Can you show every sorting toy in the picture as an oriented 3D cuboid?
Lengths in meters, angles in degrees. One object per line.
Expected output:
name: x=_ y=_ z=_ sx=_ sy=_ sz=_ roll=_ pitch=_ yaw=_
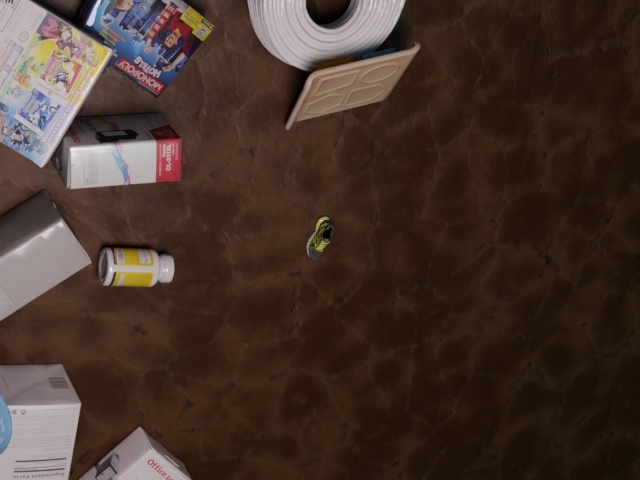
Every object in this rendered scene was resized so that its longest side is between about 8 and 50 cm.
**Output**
sorting toy: x=0.046 y=-0.257 z=1.989 sx=0.208 sy=0.193 sz=0.038 roll=-20 pitch=79 yaw=-18

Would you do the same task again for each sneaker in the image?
sneaker: x=0.000 y=0.000 z=2.163 sx=0.031 sy=0.035 sz=0.083 roll=6 pitch=113 yaw=-28

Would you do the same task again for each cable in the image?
cable: x=0.013 y=-0.389 z=1.932 sx=0.257 sy=0.089 sz=0.257 roll=-8 pitch=119 yaw=-22

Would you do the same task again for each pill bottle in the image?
pill bottle: x=-0.304 y=0.045 z=2.020 sx=0.116 sy=0.065 sz=0.065 roll=3 pitch=114 yaw=-27

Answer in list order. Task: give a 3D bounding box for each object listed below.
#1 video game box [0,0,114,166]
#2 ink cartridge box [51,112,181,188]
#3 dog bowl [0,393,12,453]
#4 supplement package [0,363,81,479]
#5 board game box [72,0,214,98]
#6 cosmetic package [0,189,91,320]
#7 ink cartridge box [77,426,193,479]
video game box: x=-0.430 y=-0.241 z=1.774 sx=0.187 sy=0.048 sz=0.205 roll=33 pitch=101 yaw=-5
ink cartridge box: x=-0.315 y=-0.139 z=1.879 sx=0.175 sy=0.127 sz=0.072 roll=-6 pitch=117 yaw=-23
dog bowl: x=-0.621 y=0.325 z=1.925 sx=0.297 sy=0.074 sz=0.166 roll=-37 pitch=94 yaw=21
supplement package: x=-0.496 y=0.344 z=2.037 sx=0.134 sy=0.139 sz=0.244 roll=2 pitch=114 yaw=-28
board game box: x=-0.296 y=-0.311 z=1.841 sx=0.194 sy=0.060 sz=0.194 roll=36 pitch=97 yaw=-35
cosmetic package: x=-0.488 y=0.038 z=1.891 sx=0.238 sy=0.127 sz=0.107 roll=-30 pitch=124 yaw=-7
ink cartridge box: x=-0.345 y=0.451 z=2.204 sx=0.190 sy=0.082 sz=0.139 roll=-42 pitch=126 yaw=-2
